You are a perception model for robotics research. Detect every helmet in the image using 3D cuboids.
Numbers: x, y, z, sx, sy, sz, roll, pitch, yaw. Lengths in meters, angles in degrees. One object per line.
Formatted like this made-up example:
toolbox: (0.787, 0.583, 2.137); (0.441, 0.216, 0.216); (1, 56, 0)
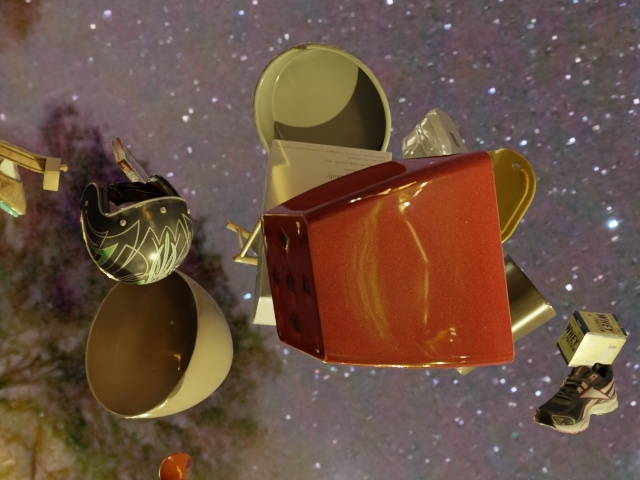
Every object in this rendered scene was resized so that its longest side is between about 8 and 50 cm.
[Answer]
helmet: (-0.272, -0.015, 1.209); (0.161, 0.170, 0.169); (45, -36, 34)

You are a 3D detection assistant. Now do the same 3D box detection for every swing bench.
swing bench: (-0.048, -0.051, 1.885); (0.253, 0.255, 0.165); (-58, -153, 23)

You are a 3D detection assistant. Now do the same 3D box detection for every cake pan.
cake pan: (0.008, -0.248, 1.594); (0.293, 0.054, 0.293); (11, -62, 21)

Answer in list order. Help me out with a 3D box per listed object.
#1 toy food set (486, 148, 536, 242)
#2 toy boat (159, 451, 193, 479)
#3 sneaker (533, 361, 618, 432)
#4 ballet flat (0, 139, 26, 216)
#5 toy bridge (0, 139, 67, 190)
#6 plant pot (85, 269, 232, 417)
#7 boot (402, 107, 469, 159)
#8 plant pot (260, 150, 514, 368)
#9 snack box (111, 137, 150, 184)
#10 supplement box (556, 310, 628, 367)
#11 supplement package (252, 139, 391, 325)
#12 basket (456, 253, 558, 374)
toy food set: (0.280, -0.050, 1.369); (0.128, 0.071, 0.217); (34, -83, 22)
toy boat: (-0.231, 0.413, 1.278); (0.151, 0.231, 0.151); (135, -34, -56)
sneaker: (0.376, 0.224, 1.190); (0.072, 0.178, 0.077); (9, -75, 43)
ballet flat: (-0.664, -0.158, 1.536); (0.116, 0.124, 0.342); (26, -8, 33)
toy bridge: (-0.361, -0.087, 0.837); (0.063, 0.188, 0.026); (-108, -150, -52)
plant pot: (-0.277, 0.207, 1.536); (0.284, 0.191, 0.283); (-14, -116, 31)
boot: (0.253, -0.161, 1.728); (0.123, 0.095, 0.258); (-43, -141, 29)
plant pot: (0.067, 0.034, 1.058); (0.267, 0.236, 0.267); (-174, -105, -68)
snack box: (-0.382, -0.137, 1.686); (0.178, 0.022, 0.064); (61, 5, -55)
supplement box: (0.473, 0.174, 1.406); (0.056, 0.083, 0.083); (-103, -156, -51)
supplement package: (0.000, 0.000, 1.335); (0.198, 0.200, 0.262); (113, -19, -71)
basket: (0.342, 0.157, 1.641); (0.154, 0.227, 0.204); (50, 9, 0)
